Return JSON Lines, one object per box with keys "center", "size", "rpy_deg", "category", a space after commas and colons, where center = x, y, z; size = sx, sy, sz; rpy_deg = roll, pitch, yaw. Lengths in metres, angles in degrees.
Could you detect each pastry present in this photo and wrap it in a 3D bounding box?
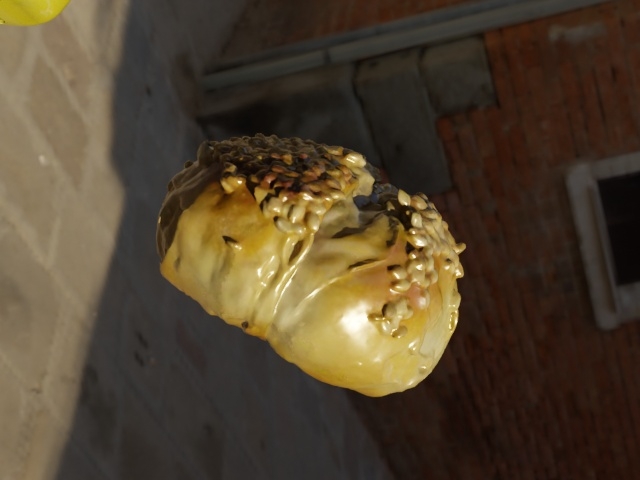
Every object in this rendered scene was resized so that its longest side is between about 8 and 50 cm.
{"center": [0.000, 0.000, 1.108], "size": [0.184, 0.316, 0.284], "rpy_deg": [-61, 168, 16], "category": "pastry"}

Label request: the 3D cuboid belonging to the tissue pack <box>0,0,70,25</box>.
{"center": [-0.293, -0.264, 1.007], "size": [0.127, 0.123, 0.178], "rpy_deg": [-70, 157, -8], "category": "tissue pack"}
